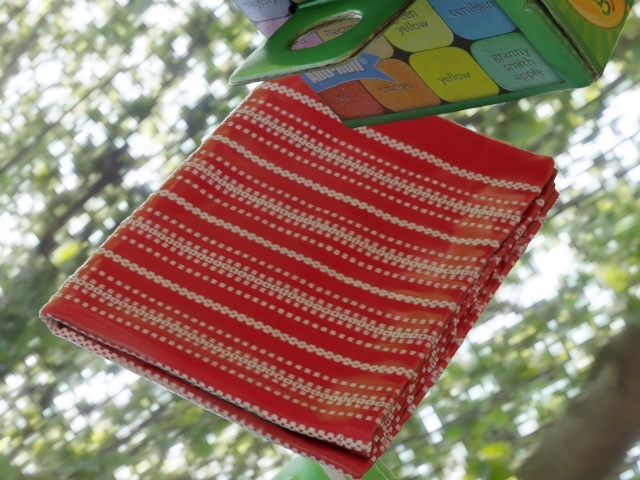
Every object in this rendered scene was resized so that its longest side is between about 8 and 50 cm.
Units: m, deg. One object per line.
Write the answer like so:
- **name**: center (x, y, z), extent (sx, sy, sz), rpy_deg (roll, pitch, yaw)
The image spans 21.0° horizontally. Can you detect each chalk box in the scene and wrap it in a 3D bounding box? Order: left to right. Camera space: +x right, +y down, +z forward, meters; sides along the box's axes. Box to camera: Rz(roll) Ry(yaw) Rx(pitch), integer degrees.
- **chalk box**: center (0.054, -0.179, 0.875), extent (0.179, 0.180, 0.289), rpy_deg (45, -121, -32)

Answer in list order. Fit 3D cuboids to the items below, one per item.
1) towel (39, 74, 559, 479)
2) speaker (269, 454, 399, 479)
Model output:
- **towel**: center (0.000, 0.000, 0.964), extent (0.199, 0.031, 0.275), rpy_deg (24, -136, 15)
- **speaker**: center (-0.055, 0.283, 1.341), extent (0.131, 0.296, 0.131), rpy_deg (48, 180, 0)
